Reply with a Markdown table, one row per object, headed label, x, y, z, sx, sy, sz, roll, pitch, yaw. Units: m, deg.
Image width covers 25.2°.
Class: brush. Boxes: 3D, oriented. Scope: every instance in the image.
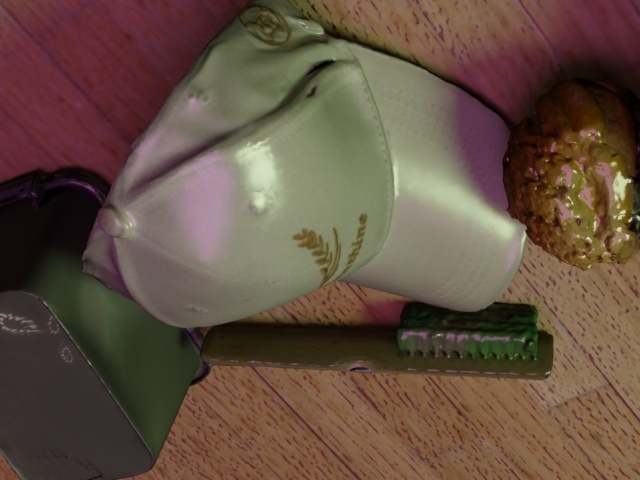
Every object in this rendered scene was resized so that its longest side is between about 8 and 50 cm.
| label | x | y | z | sx | sy | sz | roll | pitch | yaw |
| --- | --- | --- | --- | --- | --- | --- | --- | --- | --- |
| brush | 0.044 | 0.079 | 1.145 | 0.282 | 0.054 | 0.048 | 0 | 118 | 9 |

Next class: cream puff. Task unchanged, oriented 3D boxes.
| label | x | y | z | sx | sy | sz | roll | pitch | yaw |
| --- | --- | --- | --- | --- | --- | --- | --- | --- | --- |
| cream puff | 0.176 | -0.045 | 0.976 | 0.104 | 0.133 | 0.119 | 5 | 172 | -10 |

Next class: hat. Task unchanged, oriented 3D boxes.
| label | x | y | z | sx | sy | sz | roll | pitch | yaw |
| --- | --- | --- | --- | --- | --- | --- | --- | --- | --- |
| hat | -0.003 | -0.006 | 1.016 | 0.301 | 0.168 | 0.258 | 19 | 132 | -10 |

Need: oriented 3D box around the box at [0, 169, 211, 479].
| label | x | y | z | sx | sy | sz | roll | pitch | yaw |
| --- | --- | --- | --- | --- | --- | --- | --- | --- | --- |
| box | -0.207 | 0.082 | 1.138 | 0.163 | 0.135 | 0.243 | -15 | 124 | 21 |
